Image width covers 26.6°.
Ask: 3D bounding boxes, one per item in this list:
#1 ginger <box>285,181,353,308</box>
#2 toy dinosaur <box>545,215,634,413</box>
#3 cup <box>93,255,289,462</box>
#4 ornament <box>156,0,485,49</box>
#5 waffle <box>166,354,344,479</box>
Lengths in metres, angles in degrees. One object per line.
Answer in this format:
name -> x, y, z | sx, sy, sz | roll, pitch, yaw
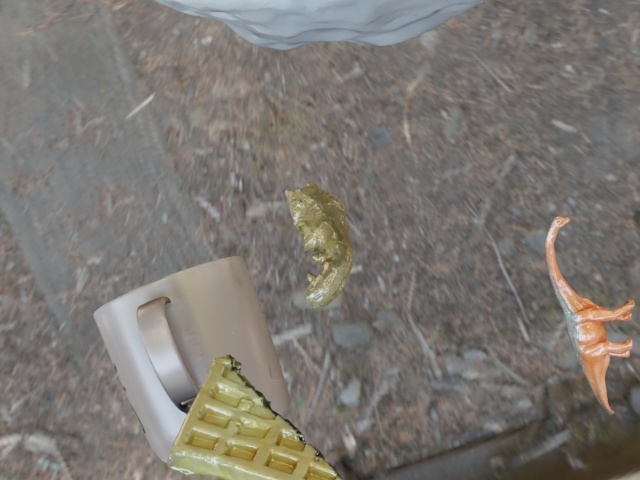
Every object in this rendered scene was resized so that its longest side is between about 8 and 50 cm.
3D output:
ginger -> 0.004, 0.001, 1.602 | 0.069, 0.173, 0.051 | -3, 139, -13
toy dinosaur -> 0.349, 0.098, 1.726 | 0.101, 0.055, 0.279 | -10, 101, 1
cup -> -0.149, 0.143, 1.582 | 0.191, 0.253, 0.200 | -22, 83, 4
ornament -> 0.011, -0.255, 0.645 | 0.337, 0.337, 0.337 | -1, 103, -3
waffle -> -0.017, 0.134, 0.899 | 0.153, 0.097, 0.023 | 17, 134, 12
